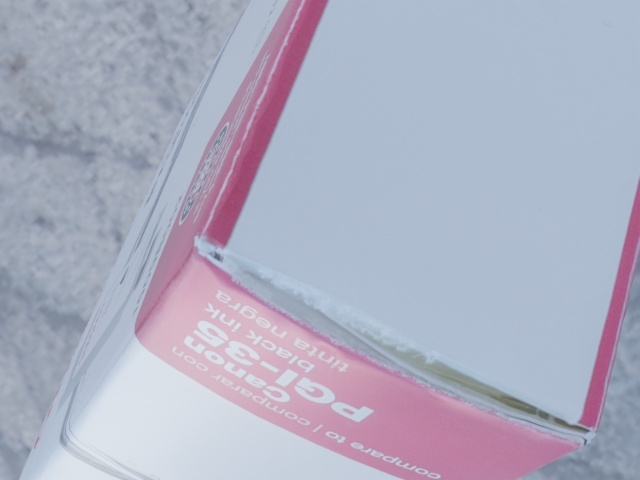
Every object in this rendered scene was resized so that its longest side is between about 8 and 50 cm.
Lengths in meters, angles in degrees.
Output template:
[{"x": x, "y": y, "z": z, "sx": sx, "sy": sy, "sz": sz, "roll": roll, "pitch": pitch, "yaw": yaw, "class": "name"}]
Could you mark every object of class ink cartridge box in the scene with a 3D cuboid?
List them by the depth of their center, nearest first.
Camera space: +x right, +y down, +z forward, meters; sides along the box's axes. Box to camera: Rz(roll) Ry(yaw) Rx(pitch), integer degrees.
[{"x": 0.000, "y": 0.000, "z": 0.493, "sx": 0.117, "sy": 0.207, "sz": 0.283, "roll": 26, "pitch": 150, "yaw": -10, "class": "ink cartridge box"}]
